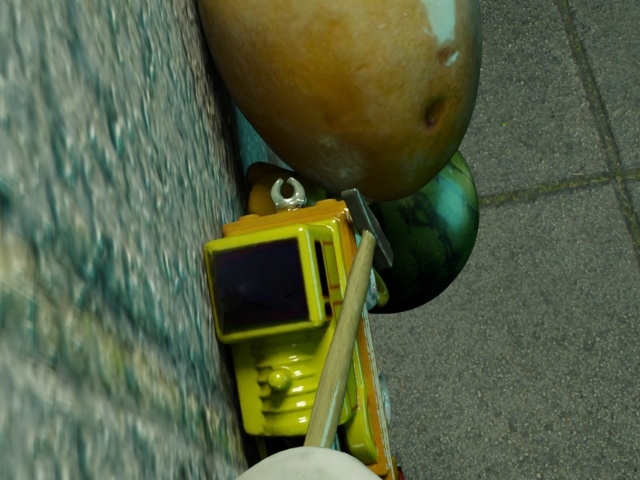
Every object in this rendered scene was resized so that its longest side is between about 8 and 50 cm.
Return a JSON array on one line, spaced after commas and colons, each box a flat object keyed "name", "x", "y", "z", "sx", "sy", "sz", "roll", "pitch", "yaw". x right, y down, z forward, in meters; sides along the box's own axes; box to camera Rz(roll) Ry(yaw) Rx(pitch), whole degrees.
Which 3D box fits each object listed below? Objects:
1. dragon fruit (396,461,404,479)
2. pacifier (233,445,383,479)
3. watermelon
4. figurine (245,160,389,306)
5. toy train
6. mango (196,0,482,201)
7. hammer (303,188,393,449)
[{"name": "dragon fruit", "x": 0.058, "y": 0.332, "z": 0.843, "sx": 0.122, "sy": 0.092, "sz": 0.192, "roll": 51, "pitch": 30, "yaw": -84}, {"name": "pacifier", "x": 0.036, "y": 0.172, "z": 0.314, "sx": 0.207, "sy": 0.279, "sz": 0.227, "roll": 39, "pitch": 2, "yaw": 5}, {"name": "watermelon", "x": 0.073, "y": -0.032, "z": 0.975, "sx": 0.242, "sy": 0.242, "sz": 0.243, "roll": -10, "pitch": 90, "yaw": -87}, {"name": "figurine", "x": 0.001, "y": 0.002, "z": 0.695, "sx": 0.176, "sy": 0.121, "sz": 0.122, "roll": 39, "pitch": 11, "yaw": -50}, {"name": "toy train", "x": -0.012, "y": 0.067, "z": 0.491, "sx": 0.127, "sy": 0.089, "sz": 0.220, "roll": 8, "pitch": 73, "yaw": -75}, {"name": "mango", "x": 0.008, "y": -0.203, "z": 0.575, "sx": 0.221, "sy": 0.198, "sz": 0.384, "roll": -67, "pitch": 150, "yaw": -52}, {"name": "hammer", "x": 0.010, "y": 0.053, "z": 0.427, "sx": 0.062, "sy": 0.013, "sz": 0.199, "roll": 61, "pitch": 30, "yaw": -33}]
